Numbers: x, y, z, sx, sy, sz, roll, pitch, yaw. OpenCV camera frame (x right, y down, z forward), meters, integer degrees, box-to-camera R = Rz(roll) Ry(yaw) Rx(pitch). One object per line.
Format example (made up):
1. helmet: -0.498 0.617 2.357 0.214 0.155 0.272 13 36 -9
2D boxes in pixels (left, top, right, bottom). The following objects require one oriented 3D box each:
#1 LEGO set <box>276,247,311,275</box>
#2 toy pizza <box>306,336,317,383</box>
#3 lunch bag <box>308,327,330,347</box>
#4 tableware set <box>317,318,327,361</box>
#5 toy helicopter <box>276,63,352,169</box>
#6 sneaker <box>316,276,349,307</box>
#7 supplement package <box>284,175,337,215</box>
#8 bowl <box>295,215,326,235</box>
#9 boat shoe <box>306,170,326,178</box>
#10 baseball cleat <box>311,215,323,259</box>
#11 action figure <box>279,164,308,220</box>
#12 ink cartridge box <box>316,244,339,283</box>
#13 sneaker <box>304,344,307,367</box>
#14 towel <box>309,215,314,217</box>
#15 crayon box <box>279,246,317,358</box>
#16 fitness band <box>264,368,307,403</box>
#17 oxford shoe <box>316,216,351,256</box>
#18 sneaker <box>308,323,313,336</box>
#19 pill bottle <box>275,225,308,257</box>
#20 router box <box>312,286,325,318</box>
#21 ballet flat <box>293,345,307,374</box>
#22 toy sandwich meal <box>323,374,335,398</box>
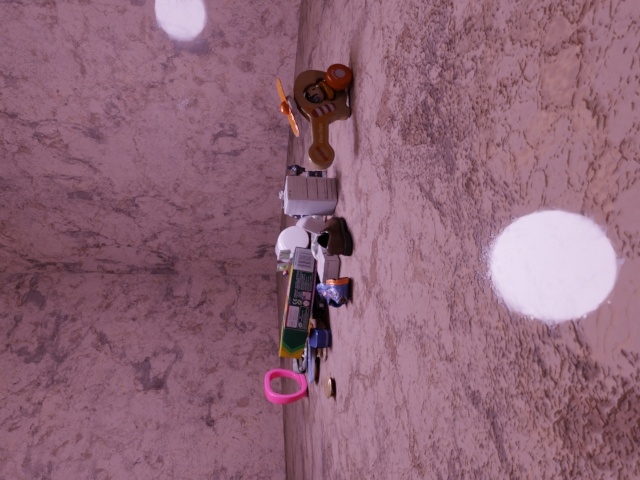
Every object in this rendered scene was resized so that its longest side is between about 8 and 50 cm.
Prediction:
1. LEGO set: -0.106 0.084 1.839 0.244 0.182 0.060 107 155 -58
2. toy pizza: -0.034 0.519 1.802 0.201 0.032 0.201 180 90 -80
3. lunch bag: 0.000 0.361 1.530 0.098 0.065 0.067 175 100 -70
4. tableware set: 0.004 0.395 1.637 0.141 0.020 0.169 124 146 -72
5. toy helicopter: -0.021 -0.383 1.279 0.140 0.235 0.355 117 153 -67
6. sneaker: 0.039 0.172 1.311 0.221 0.083 0.087 122 143 -75
7. supplement package: -0.038 -0.161 1.494 0.105 0.179 0.105 110 159 -60
8. bowl: -0.013 -0.048 1.502 0.053 0.142 0.142 -66 12 0
9. boat shoe: -0.022 -0.195 1.688 0.065 0.083 0.183 -161 72 -80
10. baseball cleat: 0.000 0.000 1.635 0.109 0.072 0.206 77 -170 -60
11. action figure: -0.106 -0.175 1.755 0.164 0.141 0.276 100 164 -63
12. ink cartridge box: 0.026 0.086 1.454 0.135 0.056 0.099 -110 23 -65
13. sneaker: -0.120 0.555 2.007 0.240 0.126 0.091 -163 74 -80
14. towel: -0.043 -0.181 1.914 0.282 0.049 0.187 177 96 -79
15. crayon box: -0.094 0.263 1.715 0.313 0.106 0.363 106 172 -54
16. fitness band: -0.174 0.720 2.053 0.291 0.209 0.054 -136 50 -76
17. oxford shoe: 0.033 -0.022 1.323 0.227 0.096 0.083 -109 21 -68
18. sneaker: -0.061 0.424 1.938 0.175 0.064 0.067 -138 28 -82
19. pill bottle: -0.148 0.022 2.150 0.283 0.160 0.160 130 140 -75
20. router box: -0.009 0.254 1.675 0.122 0.038 0.092 107 162 -56
21. ballet flat: -0.090 0.498 1.854 0.068 0.072 0.213 2 97 42
22. toy sandwich meal: 0.034 0.509 1.436 0.085 0.029 0.085 -177 90 -76
